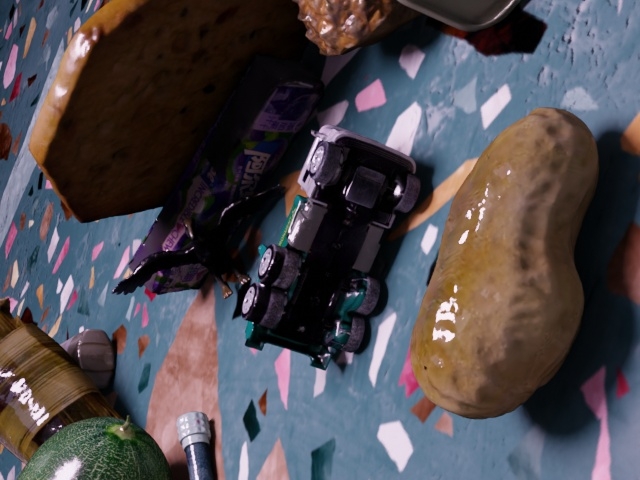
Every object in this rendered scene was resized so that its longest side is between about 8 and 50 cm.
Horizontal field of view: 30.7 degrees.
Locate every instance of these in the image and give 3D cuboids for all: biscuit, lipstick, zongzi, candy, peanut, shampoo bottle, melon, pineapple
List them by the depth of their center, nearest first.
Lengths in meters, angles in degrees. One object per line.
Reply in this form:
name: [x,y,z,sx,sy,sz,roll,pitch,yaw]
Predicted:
peanut: [0.141,0.015,0.842,0.120,0.110,0.236,160,131,-79]
pineapple: [-0.001,-0.300,1.105,0.128,0.128,0.248,-27,91,51]
biscuit: [-0.147,-0.161,1.204,0.046,0.359,0.359,45,119,23]
lipstick: [-0.130,0.241,1.244,0.037,0.037,0.116,-46,43,38]
melon: [-0.254,0.308,1.269,0.287,0.182,0.182,-63,32,16]
candy: [-0.107,-0.065,1.297,0.061,0.088,0.312,50,121,29]
zongzi: [-0.349,0.243,1.503,0.286,0.134,0.288,45,155,17]
shampoo bottle: [-0.356,0.190,1.618,0.227,0.056,0.086,-28,63,50]

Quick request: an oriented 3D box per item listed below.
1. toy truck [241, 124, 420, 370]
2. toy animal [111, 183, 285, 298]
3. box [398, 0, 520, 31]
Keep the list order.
toy truck: [0.000,0.000,1.082,0.216,0.110,0.116,-68,19,11]
toy animal: [-0.123,0.012,1.280,0.220,0.108,0.062,-35,36,2]
box: [0.151,-0.334,0.972,0.274,0.138,0.178,-49,33,34]
